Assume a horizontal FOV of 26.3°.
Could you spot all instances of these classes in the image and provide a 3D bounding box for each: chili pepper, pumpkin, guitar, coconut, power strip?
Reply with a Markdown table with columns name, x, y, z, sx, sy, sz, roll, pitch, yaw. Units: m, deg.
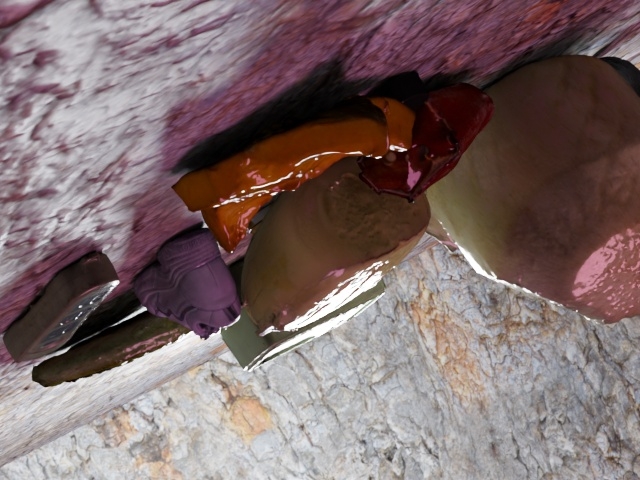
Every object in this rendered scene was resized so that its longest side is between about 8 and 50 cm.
| name | x | y | z | sx | sy | sz | roll | pitch | yaw |
| --- | --- | --- | --- | --- | --- | --- | --- | --- | --- |
| chili pepper | 0.160 | -0.154 | 1.785 | 0.252 | 0.136 | 0.144 | -37 | 137 | -52 |
| pumpkin | -0.040 | -0.077 | 1.490 | 0.290 | 0.095 | 0.258 | -27 | 177 | 14 |
| guitar | 0.018 | -0.117 | 1.664 | 0.271 | 0.038 | 0.084 | -34 | 170 | 31 |
| coconut | 0.361 | -0.080 | 2.044 | 0.344 | 0.415 | 0.415 | -41 | 171 | 11 |
| power strip | -0.322 | 0.084 | 1.715 | 0.080 | 0.048 | 0.286 | -26 | 171 | -36 |

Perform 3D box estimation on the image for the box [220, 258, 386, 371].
| name | x | y | z | sx | sy | sz | roll | pitch | yaw |
| --- | --- | --- | --- | --- | --- | --- | --- | --- | --- |
| box | -0.044 | 0.091 | 2.384 | 0.290 | 0.166 | 0.220 | -26 | 172 | -26 |

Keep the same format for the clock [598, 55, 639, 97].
| name | x | y | z | sx | sy | sz | roll | pitch | yaw |
| --- | --- | --- | --- | --- | --- | --- | --- | --- | --- |
| clock | 0.482 | -0.191 | 2.266 | 0.049 | 0.226 | 0.226 | -19 | 169 | -26 |

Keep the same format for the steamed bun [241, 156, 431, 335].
| name | x | y | z | sx | sy | sz | roll | pitch | yaw |
| --- | --- | --- | --- | --- | --- | --- | --- | --- | --- |
| steamed bun | 0.000 | 0.000 | 1.855 | 0.273 | 0.166 | 0.232 | -27 | 168 | -39 |

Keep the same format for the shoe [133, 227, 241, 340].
| name | x | y | z | sx | sy | sz | roll | pitch | yaw |
| --- | --- | --- | --- | --- | --- | --- | --- | --- | --- |
| shoe | -0.178 | 0.078 | 1.881 | 0.095 | 0.137 | 0.245 | -21 | 170 | -26 |

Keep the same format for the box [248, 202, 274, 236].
| name | x | y | z | sx | sy | sz | roll | pitch | yaw |
| --- | --- | --- | --- | --- | --- | --- | --- | --- | --- |
| box | -0.056 | -0.033 | 1.986 | 0.105 | 0.037 | 0.105 | -28 | 173 | -4 |

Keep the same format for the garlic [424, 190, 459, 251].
| name | x | y | z | sx | sy | sz | roll | pitch | yaw |
| --- | --- | --- | --- | --- | --- | --- | --- | --- | --- |
| garlic | 0.221 | -0.068 | 2.386 | 0.143 | 0.178 | 0.229 | -61 | -169 | 5 |

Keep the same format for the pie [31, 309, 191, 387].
| name | x | y | z | sx | sy | sz | roll | pitch | yaw |
| --- | --- | --- | --- | --- | --- | --- | --- | --- | --- |
| pie | -0.300 | 0.158 | 2.107 | 0.323 | 0.070 | 0.323 | -25 | 180 | 0 |
